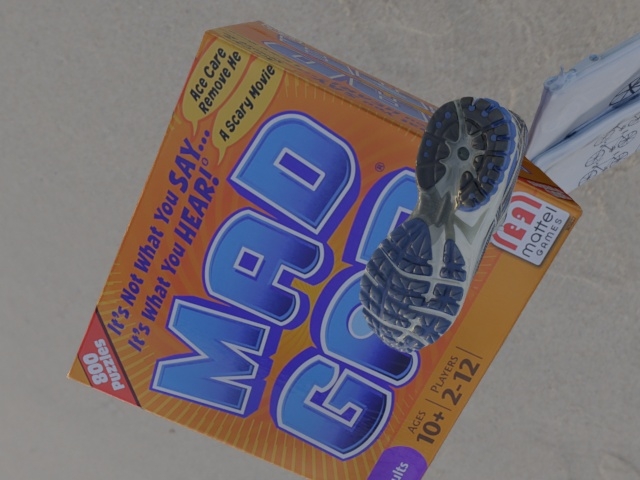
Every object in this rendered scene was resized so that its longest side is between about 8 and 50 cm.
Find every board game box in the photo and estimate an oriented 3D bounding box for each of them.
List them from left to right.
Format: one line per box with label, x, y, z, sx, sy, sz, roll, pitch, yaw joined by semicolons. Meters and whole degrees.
board game box;0.000;0.000;0.837;0.357;0.356;0.356;24;107;-5

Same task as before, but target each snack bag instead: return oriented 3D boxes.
snack bag;0.381;-0.165;0.928;0.037;0.323;0.342;58;171;22

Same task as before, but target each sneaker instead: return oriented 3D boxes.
sneaker;0.066;-0.004;0.363;0.052;0.058;0.135;35;118;25
